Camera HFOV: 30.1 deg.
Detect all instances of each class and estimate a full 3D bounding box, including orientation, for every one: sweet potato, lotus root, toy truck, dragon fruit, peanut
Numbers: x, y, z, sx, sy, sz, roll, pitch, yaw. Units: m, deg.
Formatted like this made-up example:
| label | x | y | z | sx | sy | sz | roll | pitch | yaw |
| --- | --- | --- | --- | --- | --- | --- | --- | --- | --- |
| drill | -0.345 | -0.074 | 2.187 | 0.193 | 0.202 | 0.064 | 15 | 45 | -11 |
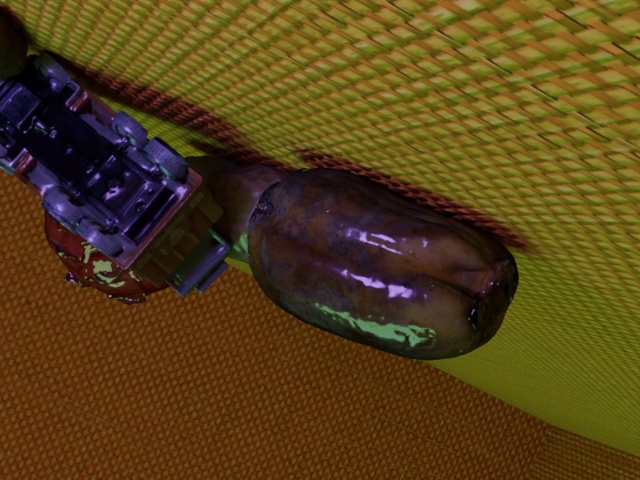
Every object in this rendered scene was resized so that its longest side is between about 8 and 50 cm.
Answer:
| label | x | y | z | sx | sy | sz | roll | pitch | yaw |
| --- | --- | --- | --- | --- | --- | --- | --- | --- | --- |
| sweet potato | -0.347 | -0.206 | 1.242 | 0.081 | 0.062 | 0.233 | 40 | 176 | -6 |
| lotus root | 0.050 | 0.025 | 1.148 | 0.274 | 0.152 | 0.160 | 24 | -177 | 29 |
| toy truck | -0.249 | -0.075 | 1.322 | 0.338 | 0.133 | 0.184 | 37 | 173 | 31 |
| dragon fruit | -0.302 | -0.028 | 1.816 | 0.252 | 0.241 | 0.241 | 12 | -179 | -29 |
| peanut | -0.090 | -0.033 | 1.392 | 0.136 | 0.120 | 0.298 | 2 | -173 | -33 |
